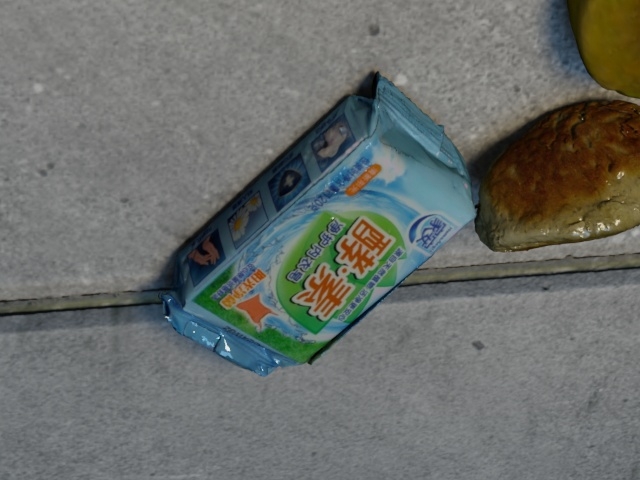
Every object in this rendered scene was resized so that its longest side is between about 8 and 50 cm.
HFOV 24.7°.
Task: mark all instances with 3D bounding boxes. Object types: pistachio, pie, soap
[{"bbox_3d":[0.255,-0.201,1.165,0.110,0.100,0.189,10,139,4],"label":"pistachio"},{"bbox_3d":[0.221,-0.051,1.245,0.193,0.163,0.079,-29,124,-7],"label":"pie"},{"bbox_3d":[0.000,0.000,1.277,0.156,0.077,0.293,32,116,-35],"label":"soap"}]
